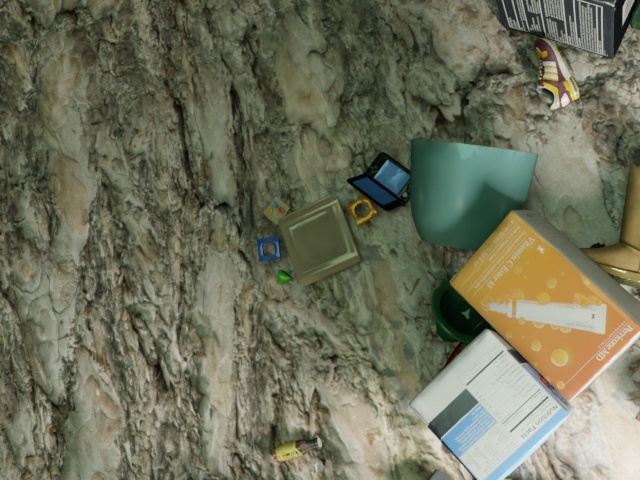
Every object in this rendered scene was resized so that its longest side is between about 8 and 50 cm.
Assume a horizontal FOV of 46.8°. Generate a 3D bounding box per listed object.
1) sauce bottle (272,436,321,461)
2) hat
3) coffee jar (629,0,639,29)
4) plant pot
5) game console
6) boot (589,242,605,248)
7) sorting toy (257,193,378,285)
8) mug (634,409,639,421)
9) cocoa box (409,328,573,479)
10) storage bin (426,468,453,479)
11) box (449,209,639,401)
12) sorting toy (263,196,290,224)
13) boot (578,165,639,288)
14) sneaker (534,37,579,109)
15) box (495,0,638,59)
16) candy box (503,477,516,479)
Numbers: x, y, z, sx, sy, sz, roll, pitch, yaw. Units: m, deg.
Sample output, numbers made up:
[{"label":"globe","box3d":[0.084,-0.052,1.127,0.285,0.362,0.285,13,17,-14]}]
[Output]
[{"label":"sauce bottle","box3d":[-0.059,0.528,1.876,0.128,0.042,0.042,-21,73,18]},{"label":"hat","box3d":[0.317,0.219,1.803,0.173,0.184,0.208,43,55,16]},{"label":"coffee jar","box3d":[0.827,-0.519,1.720,0.184,0.079,0.096,26,87,24]},{"label":"plant pot","box3d":[0.341,-0.102,1.726,0.292,0.293,0.235,10,98,22]},{"label":"game console","box3d":[0.164,-0.153,1.898,0.144,0.085,0.124,39,95,22]},{"label":"boot","box3d":[0.634,0.070,1.699,0.121,0.045,0.099,-42,71,1]},{"label":"sorting toy","box3d":[0.000,0.000,1.955,0.347,0.047,0.196,-24,77,15]},{"label":"mug","box3d":[0.779,0.389,1.550,0.150,0.113,0.169,-45,72,10]},{"label":"cocoa box","box3d":[0.377,0.355,1.578,0.231,0.347,0.228,-45,69,6]},{"label":"storage bin","box3d":[0.287,0.603,1.712,0.135,0.098,0.091,33,65,23]},{"label":"box","box3d":[0.483,0.126,1.552,0.345,0.168,0.215,46,114,23]},{"label":"sorting toy","box3d":[-0.112,-0.075,2.027,0.083,0.012,0.062,42,96,23]},{"label":"boot","box3d":[0.682,-0.038,1.656,0.236,0.089,0.270,16,78,4]},{"label":"sneaker","box3d":[0.554,-0.409,1.808,0.083,0.069,0.186,-27,70,8]},{"label":"box","box3d":[0.572,-0.595,1.714,0.294,0.296,0.183,24,90,23]},{"label":"candy box","box3d":[0.459,0.598,1.660,0.205,0.027,0.105,4,78,30]}]
